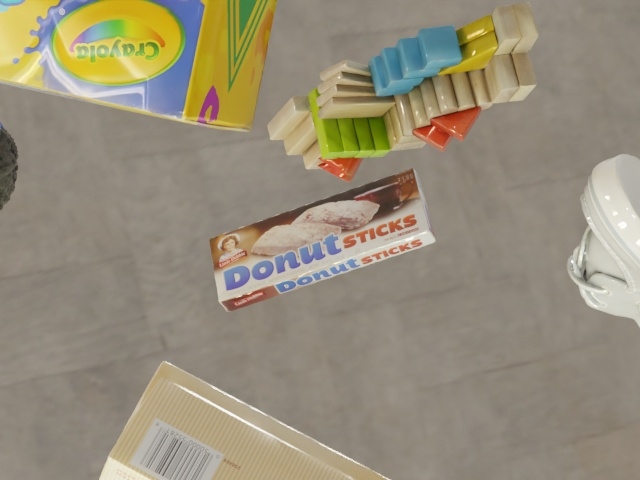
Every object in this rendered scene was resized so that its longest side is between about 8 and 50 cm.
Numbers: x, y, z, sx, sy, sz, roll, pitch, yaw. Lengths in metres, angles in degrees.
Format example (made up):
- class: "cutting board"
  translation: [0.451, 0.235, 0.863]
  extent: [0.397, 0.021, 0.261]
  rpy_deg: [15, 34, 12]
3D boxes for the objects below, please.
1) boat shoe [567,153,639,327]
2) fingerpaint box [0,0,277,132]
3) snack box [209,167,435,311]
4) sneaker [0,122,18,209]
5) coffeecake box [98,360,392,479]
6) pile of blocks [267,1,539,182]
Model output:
- class: "boat shoe"
  translation: [0.157, 0.013, 0.824]
  extent: [0.184, 0.063, 0.066]
  rpy_deg: [29, 39, -61]
- class: "fingerpaint box"
  translation: [-0.244, -0.314, 1.363]
  extent: [0.163, 0.445, 0.371]
  rpy_deg: [-2, 104, -72]
- class: "snack box"
  translation: [0.000, 0.000, 1.328]
  extent: [0.022, 0.178, 0.064]
  rpy_deg: [57, 17, -54]
- class: "sneaker"
  translation: [-0.259, -0.072, 0.552]
  extent: [0.330, 0.130, 0.147]
  rpy_deg: [14, 72, 1]
- class: "coffeecake box"
  translation: [-0.055, 0.164, 0.909]
  extent: [0.142, 0.185, 0.068]
  rpy_deg: [27, 55, 1]
- class: "pile of blocks"
  translation: [0.094, -0.150, 1.899]
  extent: [0.149, 0.362, 0.112]
  rpy_deg: [7, 64, -49]
